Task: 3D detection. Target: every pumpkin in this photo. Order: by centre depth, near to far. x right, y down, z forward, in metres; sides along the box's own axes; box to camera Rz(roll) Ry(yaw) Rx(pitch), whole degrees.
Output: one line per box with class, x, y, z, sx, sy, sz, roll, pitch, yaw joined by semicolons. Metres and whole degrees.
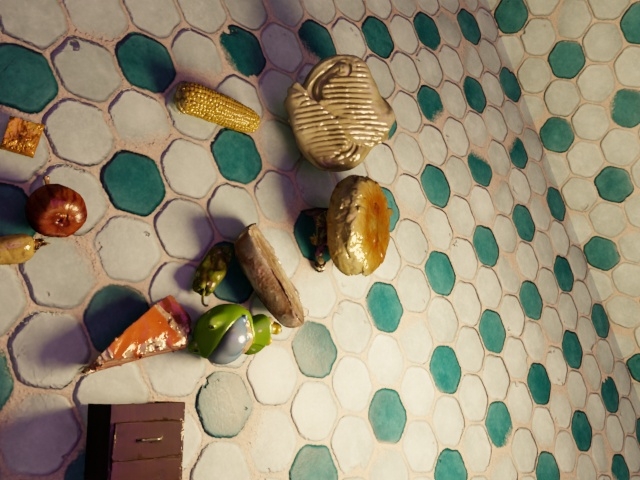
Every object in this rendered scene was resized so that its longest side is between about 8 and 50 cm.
pumpkin;-0.673;-0.234;1.302;0.074;0.054;0.083;18;81;-23

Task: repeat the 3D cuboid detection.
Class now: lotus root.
lotus root;-0.656;0.020;1.229;0.152;0.072;0.063;-13;76;-34

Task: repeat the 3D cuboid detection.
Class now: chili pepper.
chili pepper;-0.293;0.095;1.507;0.072;0.073;0.204;31;46;-9

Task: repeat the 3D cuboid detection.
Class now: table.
table;-0.400;0.449;1.249;0.169;0.173;0.193;10;72;-37

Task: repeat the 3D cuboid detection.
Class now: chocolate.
chocolate;-0.145;0.105;1.582;0.101;0.185;0.303;-32;99;2

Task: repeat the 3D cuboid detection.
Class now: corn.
corn;-0.288;-0.371;1.633;0.260;0.091;0.091;15;66;-40

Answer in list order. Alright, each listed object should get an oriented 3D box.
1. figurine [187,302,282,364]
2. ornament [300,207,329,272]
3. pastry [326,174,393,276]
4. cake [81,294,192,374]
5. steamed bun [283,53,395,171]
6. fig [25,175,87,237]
figurine;-0.215;0.241;1.482;0.263;0.162;0.143;8;39;-53
ornament;0.005;-0.004;1.770;0.088;0.081;0.203;3;76;-38
pastry;0.112;-0.049;1.748;0.330;0.137;0.329;-1;90;-64
cake;-0.418;0.243;1.343;0.287;0.098;0.135;-35;100;-40
steamed bun;0.046;-0.386;1.818;0.310;0.219;0.324;-35;98;-2
fig;-0.599;-0.075;1.281;0.150;0.128;0.128;34;54;4
